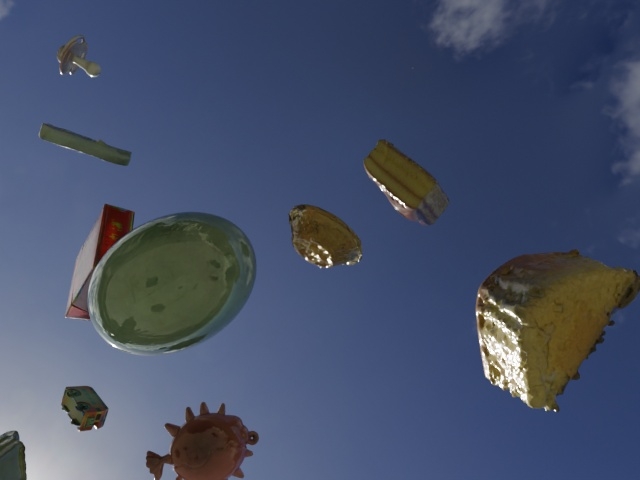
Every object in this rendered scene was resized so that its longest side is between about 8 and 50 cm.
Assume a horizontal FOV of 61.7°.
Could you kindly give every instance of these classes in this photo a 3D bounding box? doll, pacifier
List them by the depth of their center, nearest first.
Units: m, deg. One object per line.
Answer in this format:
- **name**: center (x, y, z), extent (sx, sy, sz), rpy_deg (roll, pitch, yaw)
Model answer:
- **pacifier**: center (-0.461, -0.349, 1.037), extent (0.078, 0.099, 0.081), rpy_deg (32, -76, -10)
- **doll**: center (-0.274, 0.492, 1.262), extent (0.262, 0.093, 0.211), rpy_deg (-16, -105, -19)

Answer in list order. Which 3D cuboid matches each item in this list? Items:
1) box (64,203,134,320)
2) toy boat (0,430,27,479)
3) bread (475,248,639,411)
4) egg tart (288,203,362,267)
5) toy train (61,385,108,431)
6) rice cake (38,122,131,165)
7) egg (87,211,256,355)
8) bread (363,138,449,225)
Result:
- **box**: center (-0.606, 0.069, 1.462), extent (0.089, 0.197, 0.313), rpy_deg (15, -38, -30)
- **toy boat**: center (-0.616, 0.443, 0.935), extent (0.084, 0.276, 0.111), rpy_deg (4, -77, 16)
- **bread**: center (0.340, 0.116, 0.857), extent (0.162, 0.204, 0.262), rpy_deg (34, -92, -12)
- **egg tart**: center (0.000, 0.000, 0.777), extent (0.129, 0.049, 0.129), rpy_deg (28, -26, 15)
- **toy train**: center (-0.751, 0.527, 1.703), extent (0.188, 0.099, 0.072), rpy_deg (26, -77, 43)
- **rice cake**: center (-0.481, -0.200, 1.109), extent (0.180, 0.030, 0.042), rpy_deg (18, -70, -32)
- **egg**: center (-0.310, 0.092, 1.114), extent (0.389, 0.276, 0.276), rpy_deg (-28, -79, 21)
- **bread**: center (0.209, -0.129, 1.297), extent (0.184, 0.234, 0.110), rpy_deg (45, -79, 22)
